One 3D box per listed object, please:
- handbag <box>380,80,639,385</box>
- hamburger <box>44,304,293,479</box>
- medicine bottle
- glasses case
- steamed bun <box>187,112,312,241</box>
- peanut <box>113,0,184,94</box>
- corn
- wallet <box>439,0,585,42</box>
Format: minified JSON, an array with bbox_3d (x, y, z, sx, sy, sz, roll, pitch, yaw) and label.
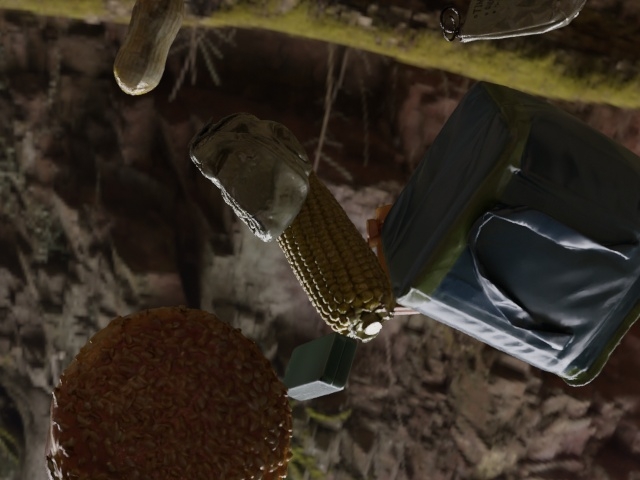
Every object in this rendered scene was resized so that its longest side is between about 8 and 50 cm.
[{"bbox_3d":[0.222,-0.010,1.161,0.241,0.263,0.222,27,-163,-17],"label":"handbag"},{"bbox_3d":[-0.203,0.263,1.429,0.329,0.250,0.330,7,-121,-12],"label":"hamburger"},{"bbox_3d":[0.174,0.040,2.244,0.149,0.112,0.222,-2,-100,-13],"label":"medicine bottle"},{"bbox_3d":[-0.004,0.187,1.571,0.039,0.184,0.078,23,-110,-14],"label":"glasses case"},{"bbox_3d":[-0.095,-0.125,1.711,0.211,0.144,0.218,48,-164,-4],"label":"steamed bun"},{"bbox_3d":[-0.287,-0.344,1.807,0.087,0.207,0.087,19,177,1],"label":"peanut"},{"bbox_3d":[0.000,0.000,1.857,0.143,0.144,0.387,-13,-120,-32],"label":"corn"},{"bbox_3d":[0.402,-0.507,2.053,0.274,0.068,0.335,7,-120,36],"label":"wallet"}]
